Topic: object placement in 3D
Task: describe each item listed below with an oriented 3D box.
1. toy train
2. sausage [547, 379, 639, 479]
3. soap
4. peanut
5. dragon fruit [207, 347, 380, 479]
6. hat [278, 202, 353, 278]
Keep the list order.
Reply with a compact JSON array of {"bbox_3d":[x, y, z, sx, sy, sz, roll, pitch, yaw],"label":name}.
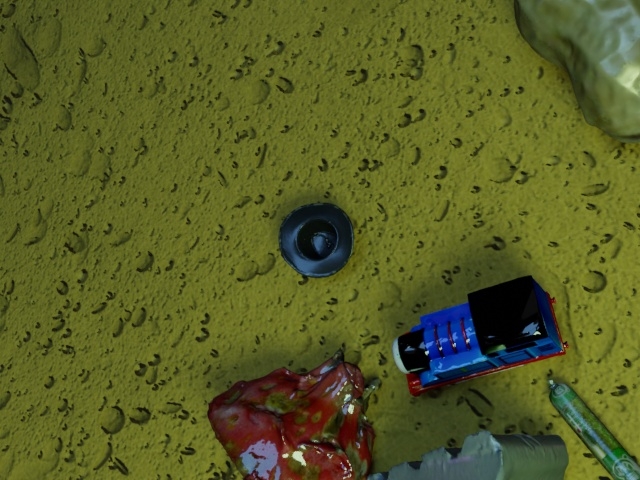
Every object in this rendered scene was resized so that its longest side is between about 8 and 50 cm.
[{"bbox_3d":[0.184,0.118,1.026,0.204,0.131,0.082,-20,64,21],"label":"toy train"},{"bbox_3d":[0.341,0.259,0.947,0.033,0.033,0.269,-42,58,8],"label":"sausage"},{"bbox_3d":[0.126,0.299,0.898,0.258,0.302,0.158,-18,68,24],"label":"soap"},{"bbox_3d":[0.354,-0.286,1.076,0.174,0.158,0.340,-28,62,-8],"label":"peanut"},{"bbox_3d":[-0.024,0.227,1.096,0.211,0.134,0.262,-44,52,-6],"label":"dragon fruit"},{"bbox_3d":[0.000,0.000,1.217,0.121,0.050,0.121,-6,73,21],"label":"hat"}]
